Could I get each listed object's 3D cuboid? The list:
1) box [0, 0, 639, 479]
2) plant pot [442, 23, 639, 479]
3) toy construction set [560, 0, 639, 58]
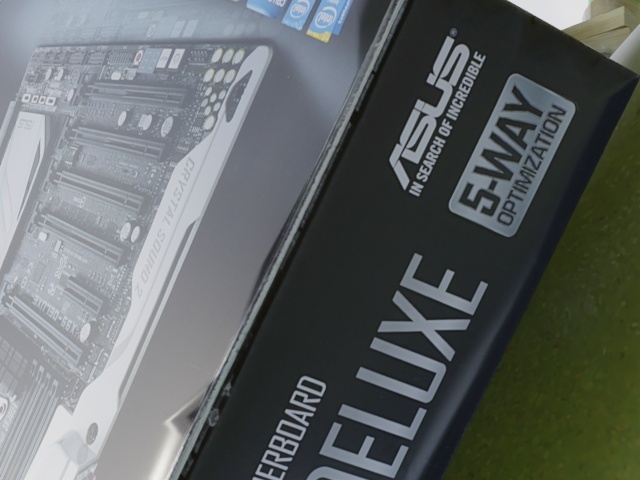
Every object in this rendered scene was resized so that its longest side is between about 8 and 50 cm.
[{"bbox_3d":[-0.072,0.013,0.570,0.077,0.242,0.307,24,-175,-33],"label":"box"},{"bbox_3d":[0.167,0.023,0.590,0.275,0.293,0.275,25,-172,-4],"label":"plant pot"},{"bbox_3d":[0.098,-0.036,1.096,0.215,0.328,0.151,29,-140,-42],"label":"toy construction set"}]
